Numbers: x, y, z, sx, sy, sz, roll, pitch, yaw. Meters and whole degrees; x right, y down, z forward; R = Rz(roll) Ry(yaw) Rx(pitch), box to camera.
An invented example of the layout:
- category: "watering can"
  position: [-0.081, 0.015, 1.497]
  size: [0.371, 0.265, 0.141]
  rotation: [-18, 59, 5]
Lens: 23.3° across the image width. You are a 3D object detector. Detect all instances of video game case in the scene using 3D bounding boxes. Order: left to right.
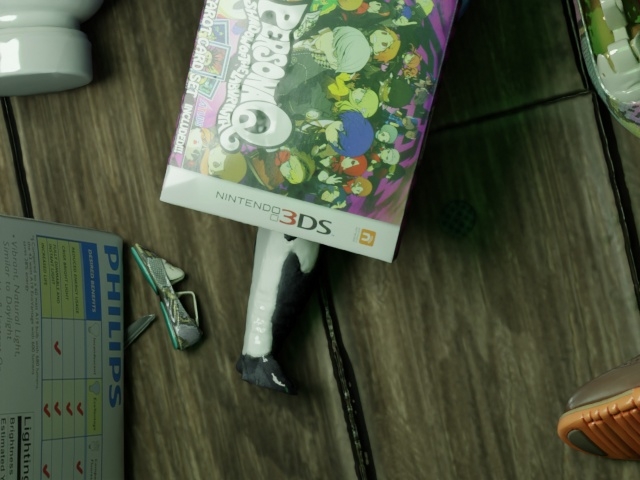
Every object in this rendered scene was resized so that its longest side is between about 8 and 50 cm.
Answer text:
- category: "video game case"
  position: [-0.010, -0.118, 1.308]
  size: [0.210, 0.042, 0.232]
  rotation: [16, 99, 7]

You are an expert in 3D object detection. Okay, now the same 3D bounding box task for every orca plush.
- category: "orca plush"
  position: [0.000, 0.000, 1.426]
  size: [0.102, 0.151, 0.287]
  rotation: [8, 87, -14]

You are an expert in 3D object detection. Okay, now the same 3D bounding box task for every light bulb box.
- category: "light bulb box"
  position: [-0.350, 0.158, 1.371]
  size: [0.225, 0.361, 0.357]
  rotation: [-2, 85, 19]

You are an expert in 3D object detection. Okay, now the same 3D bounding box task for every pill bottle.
- category: "pill bottle"
  position: [-0.293, -0.296, 1.486]
  size: [0.169, 0.169, 0.301]
  rotation: [-6, 87, 17]

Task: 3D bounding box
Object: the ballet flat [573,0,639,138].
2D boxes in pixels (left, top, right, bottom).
- category: "ballet flat"
  position: [0.260, -0.190, 1.361]
  size: [0.077, 0.079, 0.221]
  rotation: [-20, 83, 15]

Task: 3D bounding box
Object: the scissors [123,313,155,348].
- category: "scissors"
  position: [-0.273, 0.176, 1.546]
  size: [0.297, 0.021, 0.109]
  rotation: [-25, 79, 14]

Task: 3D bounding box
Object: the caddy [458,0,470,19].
- category: "caddy"
  position: [0.001, -0.296, 1.391]
  size: [0.341, 0.179, 0.241]
  rotation: [45, 100, 13]

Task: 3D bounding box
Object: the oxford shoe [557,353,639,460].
- category: "oxford shoe"
  position: [0.367, 0.085, 1.321]
  size: [0.364, 0.130, 0.132]
  rotation: [-24, 49, 22]

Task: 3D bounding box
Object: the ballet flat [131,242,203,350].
- category: "ballet flat"
  position: [-0.145, 0.050, 1.503]
  size: [0.041, 0.041, 0.114]
  rotation: [-28, 81, 14]
